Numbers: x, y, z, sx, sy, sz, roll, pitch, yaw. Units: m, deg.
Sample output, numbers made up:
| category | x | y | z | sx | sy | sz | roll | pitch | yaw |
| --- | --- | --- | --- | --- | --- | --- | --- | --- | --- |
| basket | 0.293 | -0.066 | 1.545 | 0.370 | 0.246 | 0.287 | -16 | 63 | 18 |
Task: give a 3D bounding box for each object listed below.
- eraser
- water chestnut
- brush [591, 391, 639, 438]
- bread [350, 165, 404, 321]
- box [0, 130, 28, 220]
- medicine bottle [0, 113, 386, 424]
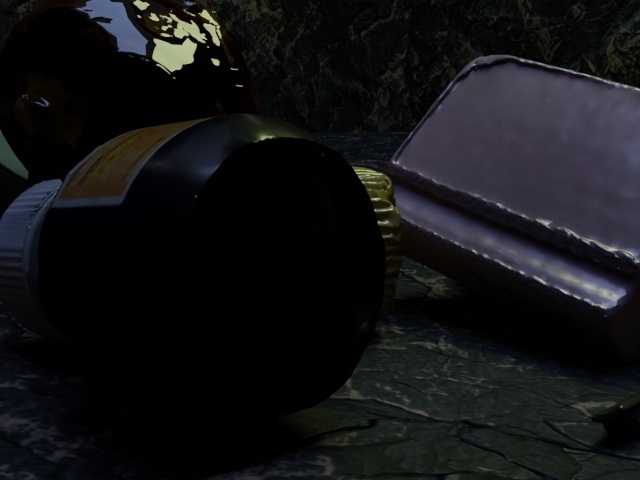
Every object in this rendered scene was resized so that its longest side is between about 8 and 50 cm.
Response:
| category | x | y | z | sx | sy | sz | roll | pitch | yaw |
| --- | --- | --- | --- | --- | --- | --- | --- | --- | --- |
| eraser | 0.258 | -0.056 | 1.189 | 0.359 | 0.272 | 0.122 | 29 | -13 | 42 |
| water chestnut | -0.200 | -0.136 | 1.233 | 0.335 | 0.335 | 0.347 | 6 | 20 | 18 |
| brush | 0.282 | 0.141 | 0.912 | 0.034 | 0.028 | 0.190 | -33 | -15 | 29 |
| bread | 0.000 | 0.000 | 1.192 | 0.133 | 0.179 | 0.250 | -3 | 11 | -14 |
| box | -0.419 | -0.099 | 1.387 | 0.226 | 0.149 | 0.226 | 35 | 27 | -21 |
| medicine bottle | -0.147 | 0.014 | 0.914 | 0.242 | 0.243 | 0.395 | -6 | 8 | -40 |
